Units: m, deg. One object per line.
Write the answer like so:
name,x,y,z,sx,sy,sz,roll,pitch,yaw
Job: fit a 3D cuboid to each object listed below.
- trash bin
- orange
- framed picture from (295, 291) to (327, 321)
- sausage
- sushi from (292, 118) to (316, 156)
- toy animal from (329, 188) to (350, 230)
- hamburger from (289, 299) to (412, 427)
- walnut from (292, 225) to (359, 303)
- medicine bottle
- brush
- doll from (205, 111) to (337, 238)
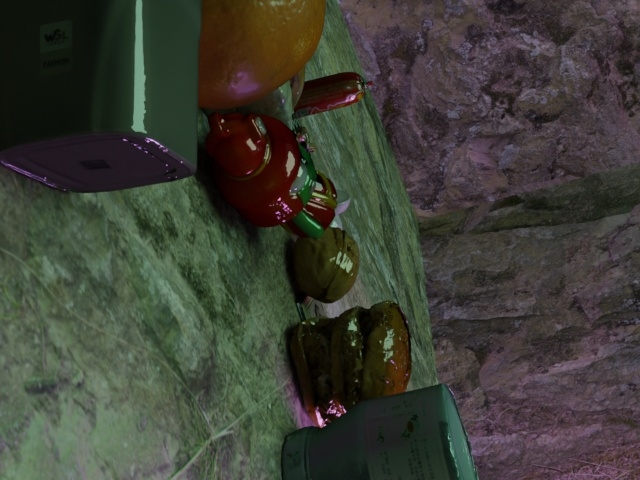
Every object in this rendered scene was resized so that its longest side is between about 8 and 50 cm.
trash bin,-0.227,-0.192,0.821,0.219,0.220,0.250,31,53,-70
orange,-0.141,-0.334,1.081,0.312,0.312,0.312,-15,90,-77
framed picture,-0.003,0.188,1.717,0.199,0.010,0.195,-52,126,-73
sausage,-0.018,-0.295,1.640,0.083,0.264,0.083,-11,90,-75
sushi,-0.040,-0.256,2.015,0.120,0.026,0.126,-72,144,-65
toy animal,-0.001,-0.003,1.800,0.104,0.131,0.221,36,-47,44
hamburger,0.061,0.235,1.524,0.245,0.211,0.260,-79,156,-43
walnut,0.010,0.041,1.662,0.180,0.144,0.144,-74,148,-48
medicine bottle,0.103,0.389,1.336,0.245,0.290,0.245,-17,90,-77
brush,-0.111,-0.260,1.459,0.266,0.174,0.166,73,18,-62
doll,-0.096,-0.116,1.348,0.363,0.160,0.182,47,23,-59
